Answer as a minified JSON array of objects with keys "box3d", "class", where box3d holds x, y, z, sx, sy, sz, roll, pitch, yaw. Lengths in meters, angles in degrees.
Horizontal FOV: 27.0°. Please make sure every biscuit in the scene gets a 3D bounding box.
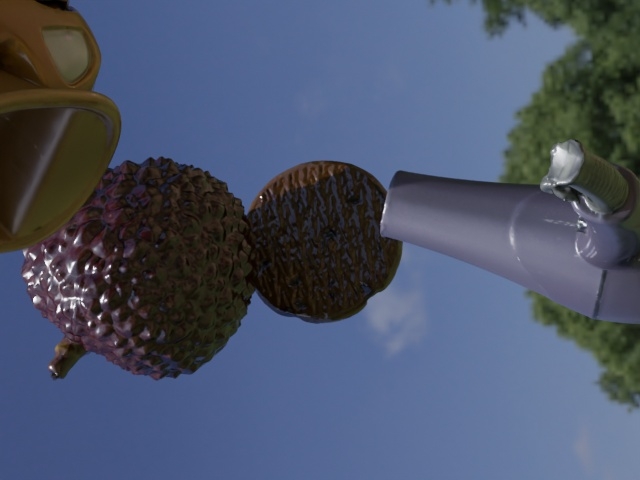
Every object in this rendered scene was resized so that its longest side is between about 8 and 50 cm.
[{"box3d":[0.000,0.000,1.641,0.036,0.212,0.212,59,-150,-66],"class":"biscuit"}]

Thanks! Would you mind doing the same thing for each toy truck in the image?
[{"box3d":[-0.313,-0.121,1.195,0.211,0.204,0.288,47,-145,19],"class":"toy truck"}]

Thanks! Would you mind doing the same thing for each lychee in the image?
[{"box3d":[-0.210,0.040,1.519,0.300,0.264,0.264,-47,-39,-16],"class":"lychee"}]

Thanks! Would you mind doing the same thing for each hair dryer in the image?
[{"box3d":[0.186,-0.027,1.063,0.361,0.301,0.121,55,-131,-75],"class":"hair dryer"}]
